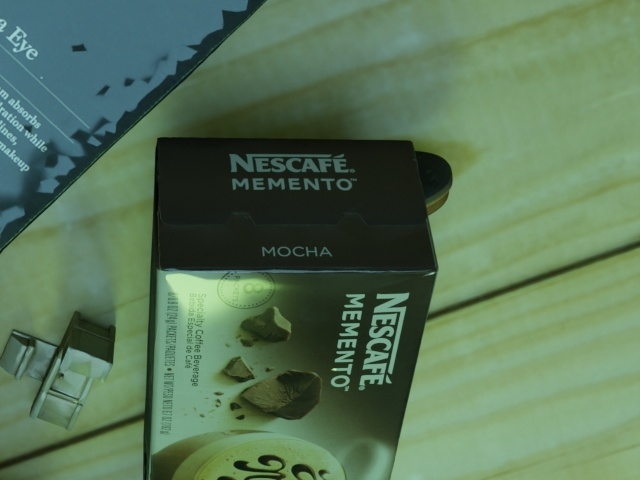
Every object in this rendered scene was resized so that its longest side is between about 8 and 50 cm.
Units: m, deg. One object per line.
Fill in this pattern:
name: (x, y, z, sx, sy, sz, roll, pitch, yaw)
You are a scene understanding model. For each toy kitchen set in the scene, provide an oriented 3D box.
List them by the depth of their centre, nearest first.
toy kitchen set: (-0.194, 0.097, 1.057, 0.068, 0.075, 0.083, 23, 103, -13)

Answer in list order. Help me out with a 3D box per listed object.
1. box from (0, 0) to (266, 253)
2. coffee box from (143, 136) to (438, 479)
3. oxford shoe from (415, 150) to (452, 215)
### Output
box: (-0.215, -0.216, 0.877, 0.312, 0.179, 0.343, -41, 110, 12)
coffee box: (-0.031, 0.079, 0.987, 0.168, 0.118, 0.297, 1, 135, -8)
oxford shoe: (0.000, 0.000, 1.050, 0.212, 0.076, 0.076, -23, 129, 11)
